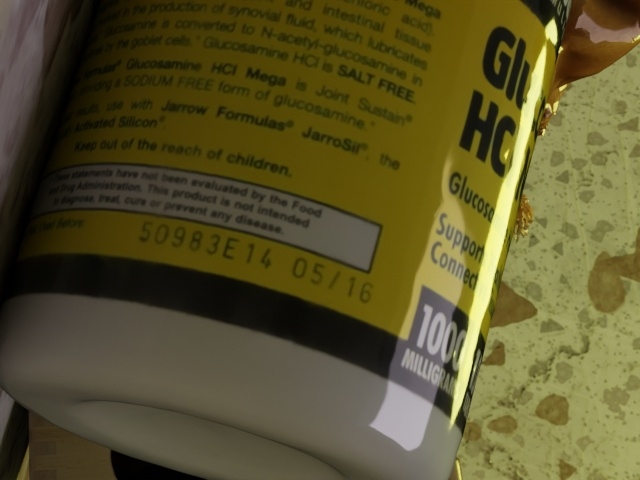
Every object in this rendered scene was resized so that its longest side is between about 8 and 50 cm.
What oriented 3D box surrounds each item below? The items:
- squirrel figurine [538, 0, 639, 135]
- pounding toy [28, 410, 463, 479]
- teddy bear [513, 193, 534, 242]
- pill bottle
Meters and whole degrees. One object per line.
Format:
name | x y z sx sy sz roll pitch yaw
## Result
squirrel figurine | 0.046 -0.084 1.297 0.370 0.281 0.397 -62 170 -16
pounding toy | -0.035 0.098 0.935 0.181 0.206 0.094 108 -20 -71
teddy bear | 0.079 -0.138 1.700 0.113 0.338 0.245 -36 173 2
pill bottle | 0.001 -0.073 0.798 0.188 0.188 0.334 109 -3 -75
